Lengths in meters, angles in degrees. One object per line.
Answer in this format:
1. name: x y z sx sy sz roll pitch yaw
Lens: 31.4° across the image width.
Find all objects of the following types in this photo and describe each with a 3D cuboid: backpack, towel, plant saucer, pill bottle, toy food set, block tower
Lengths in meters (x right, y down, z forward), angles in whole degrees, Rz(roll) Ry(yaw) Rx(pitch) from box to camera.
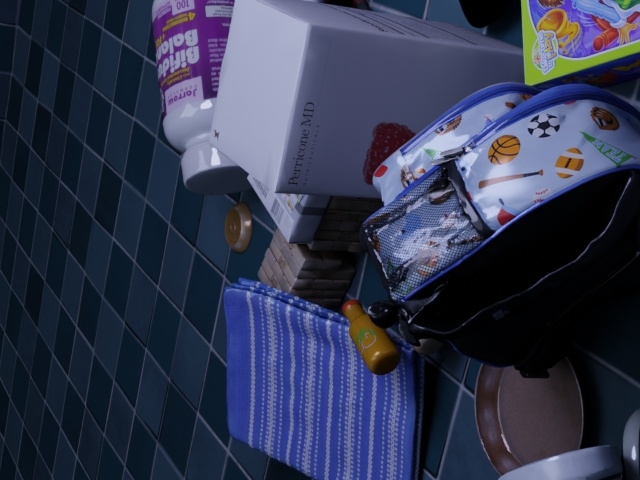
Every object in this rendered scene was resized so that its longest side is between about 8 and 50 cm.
1. backpack: 0.196 -0.018 1.039 0.263 0.276 0.213 -31 61 26
2. towel: -0.008 0.200 1.457 0.336 0.040 0.243 17 113 42
3. plant saucer: -0.133 -0.021 1.805 0.083 0.015 0.083 -4 85 59
4. pill bottle: -0.159 -0.229 1.712 0.169 0.169 0.301 -33 60 54
5. toy food set: 0.121 0.036 1.285 0.232 0.111 0.104 -62 38 26
6. block tower: 0.000 0.000 1.506 0.091 0.097 0.335 59 135 41
7. plant saucer: 0.223 0.176 1.186 0.168 0.029 0.168 -4 85 60

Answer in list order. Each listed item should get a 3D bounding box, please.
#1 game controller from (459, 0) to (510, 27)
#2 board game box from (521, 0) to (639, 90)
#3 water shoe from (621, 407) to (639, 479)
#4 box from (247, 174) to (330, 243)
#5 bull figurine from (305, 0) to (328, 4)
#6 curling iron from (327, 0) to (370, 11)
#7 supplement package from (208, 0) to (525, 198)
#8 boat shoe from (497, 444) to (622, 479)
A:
1. game controller: 0.161 -0.398 1.270 0.166 0.067 0.319 124 138 -56
2. board game box: 0.288 -0.330 1.059 0.233 0.078 0.347 -11 79 58
3. water shoe: 0.292 0.254 1.024 0.080 0.073 0.203 -30 63 57
4. box: -0.025 -0.112 1.426 0.145 0.038 0.186 56 135 43
5. bull figurine: -0.027 -0.382 1.529 0.188 0.101 0.310 -23 49 57
6. curling iron: 0.067 -0.244 1.463 0.068 0.035 0.274 -62 38 31
7. supplement package: 0.056 -0.150 1.228 0.175 0.293 0.177 38 121 54
8. boat shoe: 0.213 0.272 1.046 0.306 0.113 0.105 104 154 -62
